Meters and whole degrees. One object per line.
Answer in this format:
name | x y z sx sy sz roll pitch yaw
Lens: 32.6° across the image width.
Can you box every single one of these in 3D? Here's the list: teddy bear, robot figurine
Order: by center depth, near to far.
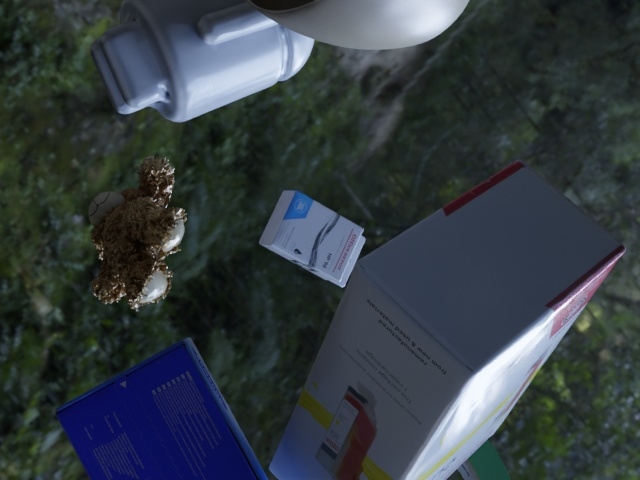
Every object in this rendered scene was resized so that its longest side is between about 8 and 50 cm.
robot figurine | -0.156 -0.304 1.620 0.354 0.199 0.300 -26 -167 -20
teddy bear | -0.307 -0.013 1.777 0.245 0.113 0.338 -65 -153 25

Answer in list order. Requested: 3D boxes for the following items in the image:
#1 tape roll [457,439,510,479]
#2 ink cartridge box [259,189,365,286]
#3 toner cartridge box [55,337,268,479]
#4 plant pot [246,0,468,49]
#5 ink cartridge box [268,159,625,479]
tape roll | 0.112 0.385 1.546 0.321 0.321 0.077 -40 163 -13
ink cartridge box | 0.000 0.000 1.854 0.060 0.180 0.104 3 -114 65
toner cartridge box | -0.137 0.299 1.220 0.165 0.347 0.075 -28 178 -1
plant pot | 0.072 -0.329 1.251 0.284 0.191 0.284 -26 -133 32
ink cartridge box | 0.128 0.137 1.206 0.279 0.160 0.384 -32 156 -38
